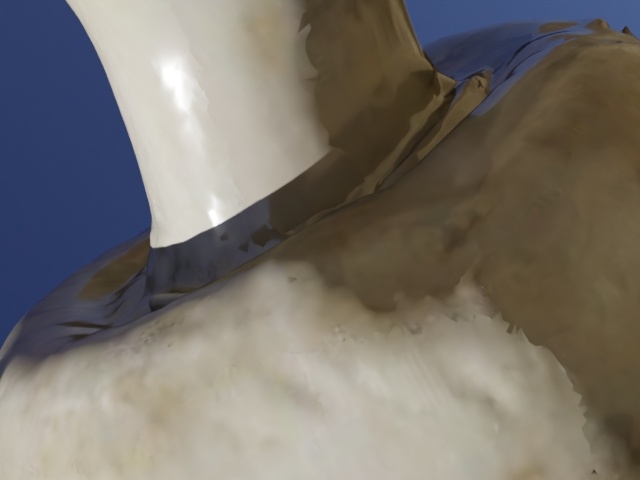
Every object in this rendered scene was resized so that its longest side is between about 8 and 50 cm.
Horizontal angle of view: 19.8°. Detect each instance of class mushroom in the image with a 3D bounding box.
[{"bbox_3d":[0.000,0.000,0.639,0.290,0.297,0.297,60,-156,-11],"label":"mushroom"}]
